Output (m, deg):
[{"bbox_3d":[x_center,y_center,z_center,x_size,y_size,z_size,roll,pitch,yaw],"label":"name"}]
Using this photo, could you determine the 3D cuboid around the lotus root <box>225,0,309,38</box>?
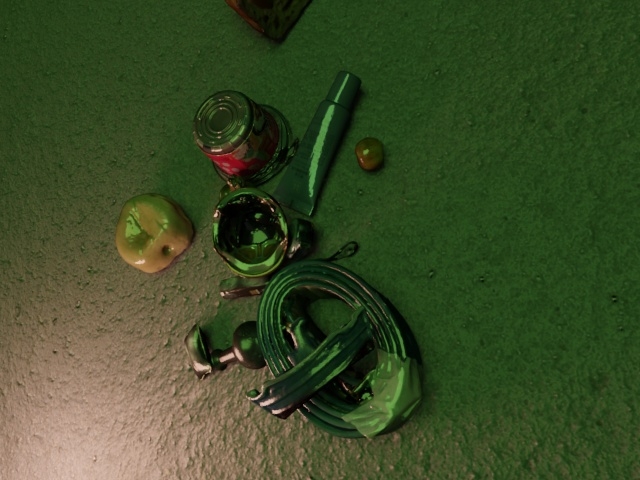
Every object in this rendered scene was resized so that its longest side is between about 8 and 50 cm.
[{"bbox_3d":[-0.181,-0.790,1.534,0.316,0.316,0.250,-49,57,2],"label":"lotus root"}]

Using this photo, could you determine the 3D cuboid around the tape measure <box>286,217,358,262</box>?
[{"bbox_3d":[0.000,0.002,1.371,0.179,0.104,0.107,4,58,-8],"label":"tape measure"}]

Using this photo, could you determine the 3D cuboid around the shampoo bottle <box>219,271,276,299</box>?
[{"bbox_3d":[-0.159,0.108,1.393,0.207,0.057,0.064,-12,64,16],"label":"shampoo bottle"}]

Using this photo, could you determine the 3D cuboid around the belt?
[{"bbox_3d":[0.043,0.238,1.212,0.300,0.173,0.436,-45,64,6],"label":"belt"}]

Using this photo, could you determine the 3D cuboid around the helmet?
[{"bbox_3d":[-0.171,-0.027,1.364,0.198,0.130,0.225,-8,102,7],"label":"helmet"}]

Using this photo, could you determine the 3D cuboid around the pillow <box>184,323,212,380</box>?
[{"bbox_3d":[-0.321,0.294,1.400,0.091,0.055,0.136,-32,65,23],"label":"pillow"}]

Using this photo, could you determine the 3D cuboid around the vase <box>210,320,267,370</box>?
[{"bbox_3d":[-0.198,0.276,1.339,0.182,0.120,0.120,-29,66,30],"label":"vase"}]

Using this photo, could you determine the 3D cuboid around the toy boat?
[{"bbox_3d":[-0.026,0.235,1.074,0.309,0.129,0.142,-40,76,9],"label":"toy boat"}]

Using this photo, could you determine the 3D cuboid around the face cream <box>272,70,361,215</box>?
[{"bbox_3d":[0.000,-0.262,1.423,0.135,0.086,0.385,25,91,28],"label":"face cream"}]

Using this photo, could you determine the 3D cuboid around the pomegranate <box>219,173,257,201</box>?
[{"bbox_3d":[-0.222,-0.122,1.437,0.114,0.142,0.115,-1,58,1],"label":"pomegranate"}]

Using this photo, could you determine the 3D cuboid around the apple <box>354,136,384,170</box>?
[{"bbox_3d":[0.126,-0.221,1.361,0.071,0.084,0.084,-17,70,8],"label":"apple"}]

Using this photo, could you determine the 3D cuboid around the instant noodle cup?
[{"bbox_3d":[-0.232,-0.292,1.463,0.302,0.181,0.259,-3,75,21],"label":"instant noodle cup"}]

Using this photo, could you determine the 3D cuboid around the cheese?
[{"bbox_3d":[-0.475,-0.028,1.523,0.217,0.117,0.235,-11,75,17],"label":"cheese"}]
